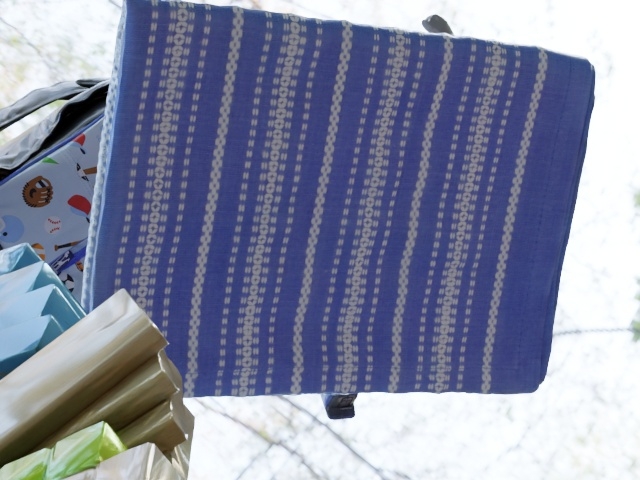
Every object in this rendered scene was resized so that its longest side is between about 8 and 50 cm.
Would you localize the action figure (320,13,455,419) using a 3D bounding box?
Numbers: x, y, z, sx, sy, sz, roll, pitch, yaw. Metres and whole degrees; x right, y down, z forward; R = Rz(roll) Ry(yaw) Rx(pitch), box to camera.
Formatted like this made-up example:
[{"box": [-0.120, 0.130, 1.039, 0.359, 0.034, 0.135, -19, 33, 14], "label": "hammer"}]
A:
[{"box": [0.053, 0.000, 1.326, 0.178, 0.341, 0.330, 6, -34, -34], "label": "action figure"}]

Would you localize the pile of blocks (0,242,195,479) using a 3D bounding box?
[{"box": [-0.106, 0.096, 0.522, 0.149, 0.362, 0.113, -36, -61, -5], "label": "pile of blocks"}]

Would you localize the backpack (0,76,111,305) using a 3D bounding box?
[{"box": [-0.253, -0.049, 1.397, 0.263, 0.276, 0.213, -43, -69, -12], "label": "backpack"}]

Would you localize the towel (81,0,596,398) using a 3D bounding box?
[{"box": [0.022, -0.012, 0.857, 0.336, 0.040, 0.243, 2, -76, -29], "label": "towel"}]
